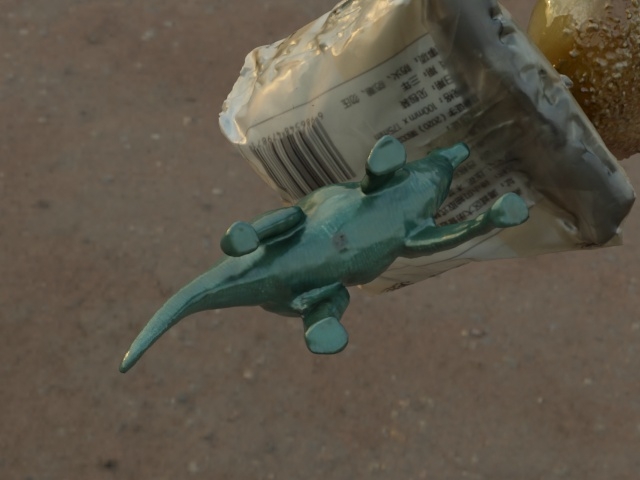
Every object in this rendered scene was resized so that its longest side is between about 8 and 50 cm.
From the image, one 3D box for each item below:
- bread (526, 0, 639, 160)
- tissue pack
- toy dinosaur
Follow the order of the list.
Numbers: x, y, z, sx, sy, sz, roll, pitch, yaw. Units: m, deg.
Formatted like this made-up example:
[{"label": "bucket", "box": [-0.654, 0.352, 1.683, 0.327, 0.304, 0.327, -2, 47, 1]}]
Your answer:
[{"label": "bread", "box": [0.332, -0.233, 1.401, 0.192, 0.314, 0.171, 7, 26, -47]}, {"label": "tissue pack", "box": [0.104, -0.109, 1.380, 0.375, 0.390, 0.195, -17, 29, 42]}, {"label": "toy dinosaur", "box": [0.000, 0.000, 1.064, 0.383, 0.129, 0.331, -26, 6, -8]}]
